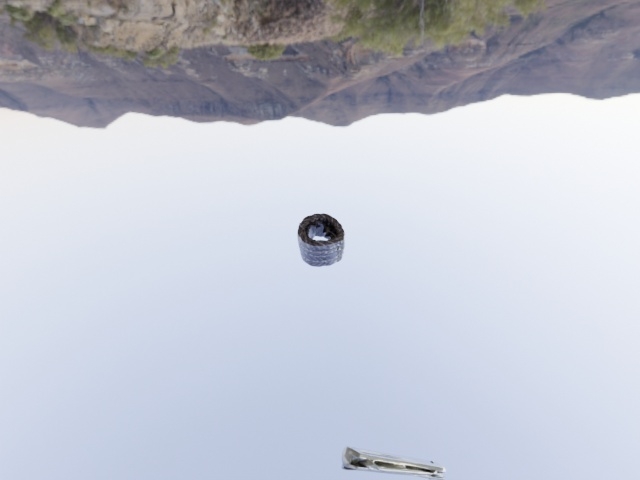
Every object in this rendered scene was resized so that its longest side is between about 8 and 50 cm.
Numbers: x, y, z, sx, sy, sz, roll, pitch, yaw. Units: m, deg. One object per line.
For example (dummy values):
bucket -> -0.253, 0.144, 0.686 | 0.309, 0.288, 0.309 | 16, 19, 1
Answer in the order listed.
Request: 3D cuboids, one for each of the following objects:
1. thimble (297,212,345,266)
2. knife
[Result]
thimble -> -0.002, -0.001, 0.841 | 0.095, 0.066, 0.104 | -19, -133, -22
knife -> 0.155, 0.454, 0.839 | 0.266, 0.040, 0.073 | 24, 156, -29
